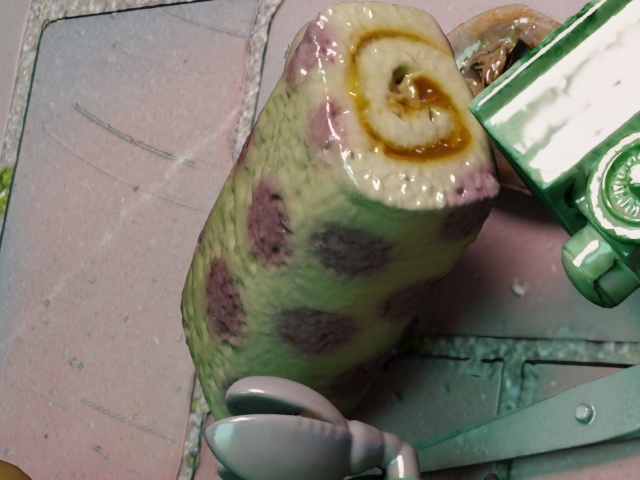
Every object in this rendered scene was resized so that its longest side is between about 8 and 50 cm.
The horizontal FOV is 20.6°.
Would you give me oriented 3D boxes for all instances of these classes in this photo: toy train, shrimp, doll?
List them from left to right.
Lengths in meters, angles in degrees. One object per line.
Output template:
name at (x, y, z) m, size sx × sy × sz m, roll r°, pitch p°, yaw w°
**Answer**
doll at (-0.008, 0.196, 1.304) m, size 0.195 × 0.258 × 0.153 m, roll -46°, pitch 39°, yaw 41°
shrimp at (0.157, -0.106, 1.370) m, size 0.251 × 0.052 × 0.143 m, roll 36°, pitch 98°, yaw 43°
toy train at (0.252, -0.078, 1.177) m, size 0.266 × 0.145 × 0.202 m, roll -39°, pitch 51°, yaw 4°

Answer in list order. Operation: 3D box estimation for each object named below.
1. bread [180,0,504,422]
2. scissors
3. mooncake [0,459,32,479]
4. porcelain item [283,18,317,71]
bread at (0.000, 0.000, 1.332) m, size 0.338 × 0.155 × 0.187 m, roll -62°, pitch 40°, yaw 48°
scissors at (0.226, 0.115, 1.250) m, size 0.447 × 0.029 × 0.192 m, roll -20°, pitch 63°, yaw 36°
mooncake at (-0.366, 0.399, 1.430) m, size 0.467 × 0.262 × 0.467 m, roll -22°, pitch 39°, yaw 19°
porcelain item at (0.045, -0.139, 1.445) m, size 0.213 × 0.054 × 0.084 m, roll 19°, pitch 91°, yaw 58°
